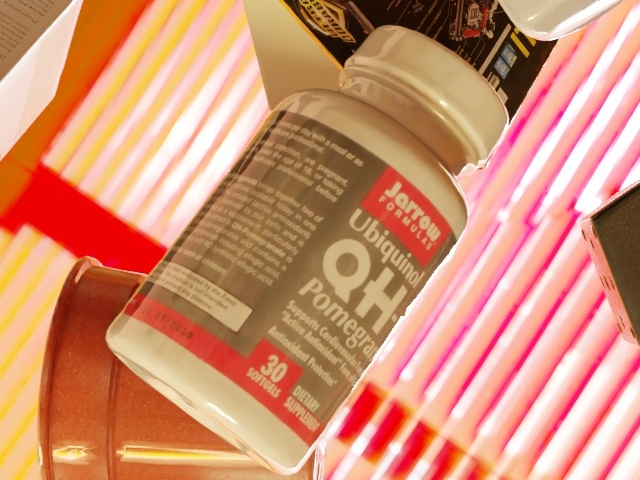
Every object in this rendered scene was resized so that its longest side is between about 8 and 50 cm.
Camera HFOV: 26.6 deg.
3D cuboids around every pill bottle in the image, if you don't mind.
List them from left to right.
[{"bbox_3d":[0.000,0.000,1.013,0.319,0.176,0.176,-54,-24,-12],"label":"pill bottle"}]

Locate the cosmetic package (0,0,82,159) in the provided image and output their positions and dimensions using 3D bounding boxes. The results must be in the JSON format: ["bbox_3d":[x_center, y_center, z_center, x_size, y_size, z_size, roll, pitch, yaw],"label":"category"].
[{"bbox_3d":[-0.400,-0.131,1.346,0.366,0.155,0.197,-63,3,-40],"label":"cosmetic package"}]

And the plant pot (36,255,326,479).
[{"bbox_3d":[-0.124,0.161,1.397,0.272,0.265,0.273,4,-90,-86],"label":"plant pot"}]

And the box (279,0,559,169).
[{"bbox_3d":[0.123,-0.264,1.228,0.257,0.079,0.322,46,-117,-30],"label":"box"}]

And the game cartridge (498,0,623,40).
[{"bbox_3d":[0.116,-0.211,0.314,0.294,0.196,0.060,-36,-13,22],"label":"game cartridge"}]

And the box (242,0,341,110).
[{"bbox_3d":[-0.033,-0.300,1.589,0.094,0.113,0.275,-71,-29,-66],"label":"box"}]

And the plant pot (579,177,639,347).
[{"bbox_3d":[0.344,0.010,1.264,0.167,0.188,0.188,-20,-3,6],"label":"plant pot"}]
